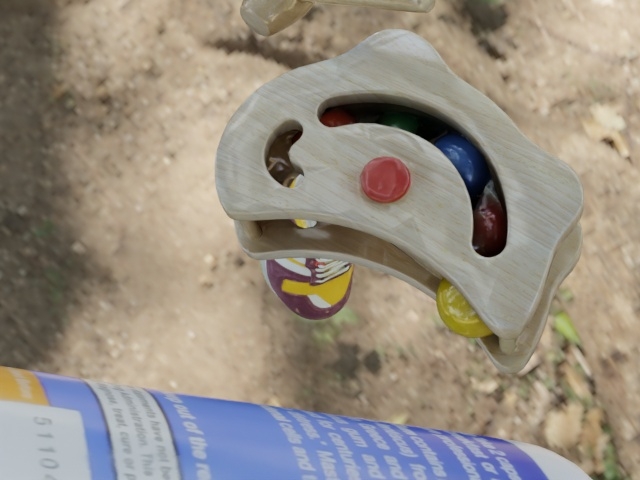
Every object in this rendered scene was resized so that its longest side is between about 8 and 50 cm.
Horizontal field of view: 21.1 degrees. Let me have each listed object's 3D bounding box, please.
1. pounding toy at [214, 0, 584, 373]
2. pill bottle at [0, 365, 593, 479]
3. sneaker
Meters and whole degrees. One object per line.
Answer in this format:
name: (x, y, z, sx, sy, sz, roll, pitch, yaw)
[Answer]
pounding toy: (0.025, -0.047, 0.972, 0.154, 0.155, 0.269, -43, 69, -9)
pill bottle: (0.002, 0.127, 0.498, 0.152, 0.272, 0.152, -169, 90, -68)
sneaker: (0.000, 0.000, 1.215, 0.069, 0.185, 0.084, -36, 47, -20)
